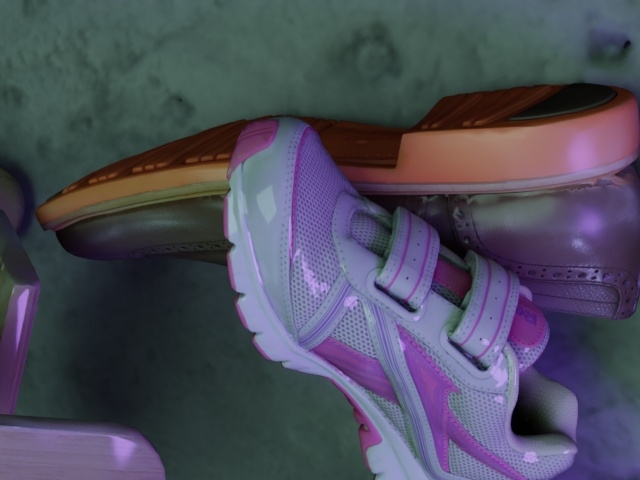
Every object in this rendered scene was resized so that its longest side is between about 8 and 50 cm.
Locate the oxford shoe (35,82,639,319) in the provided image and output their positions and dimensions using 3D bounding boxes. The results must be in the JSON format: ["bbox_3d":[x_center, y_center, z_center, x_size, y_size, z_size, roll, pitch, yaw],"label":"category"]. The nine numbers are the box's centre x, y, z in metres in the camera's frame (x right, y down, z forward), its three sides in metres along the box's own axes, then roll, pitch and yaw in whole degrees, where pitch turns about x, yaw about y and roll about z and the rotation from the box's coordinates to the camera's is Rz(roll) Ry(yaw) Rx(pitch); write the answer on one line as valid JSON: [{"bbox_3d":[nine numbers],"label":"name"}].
[{"bbox_3d":[0.000,0.000,0.801,0.364,0.130,0.132,-3,107,28],"label":"oxford shoe"}]

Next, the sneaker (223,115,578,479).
[{"bbox_3d":[0.047,0.033,0.693,0.111,0.103,0.252,-19,126,27],"label":"sneaker"}]

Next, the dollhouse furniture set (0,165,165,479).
[{"bbox_3d":[-0.189,0.186,0.845,0.362,0.257,0.394,45,124,58],"label":"dollhouse furniture set"}]
